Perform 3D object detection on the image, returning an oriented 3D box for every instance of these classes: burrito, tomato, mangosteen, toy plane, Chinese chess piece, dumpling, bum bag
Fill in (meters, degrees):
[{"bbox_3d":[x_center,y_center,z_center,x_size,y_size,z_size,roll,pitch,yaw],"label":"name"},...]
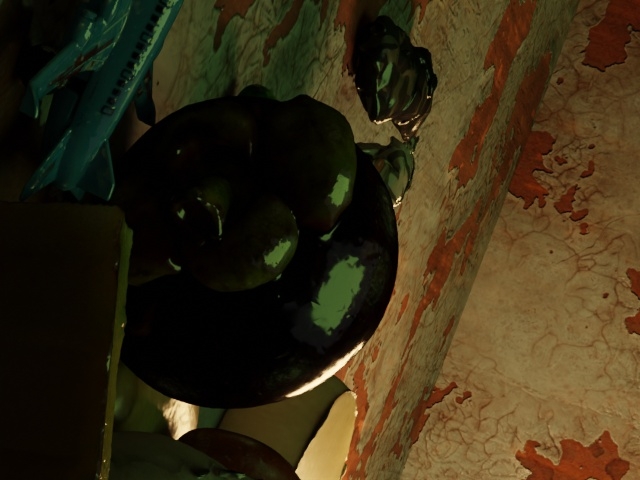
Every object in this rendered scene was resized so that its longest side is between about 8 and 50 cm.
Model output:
[{"bbox_3d":[0.000,0.000,2.091,0.445,0.101,0.139,-50,164,-24],"label":"burrito"},{"bbox_3d":[-0.134,0.308,1.829,0.155,0.181,0.214,43,60,-56],"label":"tomato"},{"bbox_3d":[-0.078,-0.001,1.533,0.347,0.307,0.307,78,35,-65],"label":"mangosteen"},{"bbox_3d":[-0.176,-0.158,1.357,0.254,0.105,0.271,-6,115,-75],"label":"toy plane"},{"bbox_3d":[-0.064,0.338,2.362,0.338,0.140,0.338,18,90,-76],"label":"Chinese chess piece"},{"bbox_3d":[-0.191,0.305,1.668,0.175,0.243,0.227,-65,173,-46],"label":"dumpling"},{"bbox_3d":[0.114,-0.226,2.353,0.340,0.095,0.144,13,82,-77],"label":"bum bag"}]

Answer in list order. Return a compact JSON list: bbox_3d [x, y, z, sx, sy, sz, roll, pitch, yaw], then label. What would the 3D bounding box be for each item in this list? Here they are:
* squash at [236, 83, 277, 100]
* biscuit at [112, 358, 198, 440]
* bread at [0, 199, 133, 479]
[{"bbox_3d":[-0.095,-0.036,1.864,0.082,0.082,0.292,-31,139,-68],"label":"squash"},{"bbox_3d":[-0.202,0.199,1.828,0.290,0.062,0.237,96,20,-45],"label":"biscuit"},{"bbox_3d":[-0.233,0.151,1.291,0.077,0.138,0.361,69,24,-76],"label":"bread"}]
